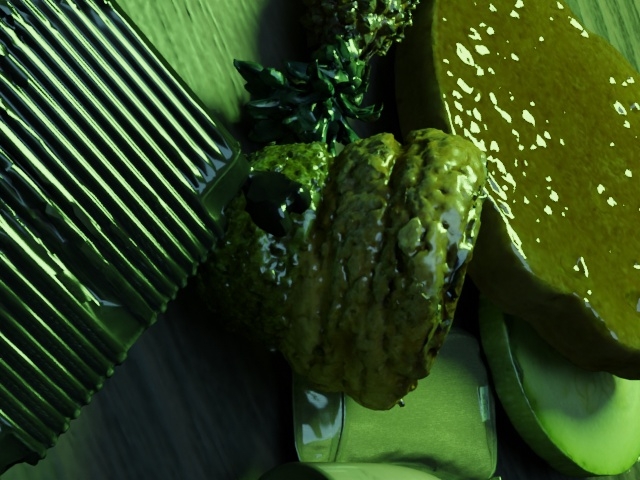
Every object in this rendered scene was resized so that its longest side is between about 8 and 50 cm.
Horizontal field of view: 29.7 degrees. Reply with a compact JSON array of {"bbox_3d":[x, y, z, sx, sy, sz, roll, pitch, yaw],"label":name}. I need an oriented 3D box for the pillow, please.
[{"bbox_3d":[0.058,0.113,0.873,0.217,0.033,0.130,10,69,-43],"label":"pillow"}]

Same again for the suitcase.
[{"bbox_3d":[-0.201,-0.054,0.533,0.335,0.152,0.229,49,64,-26],"label":"suitcase"}]

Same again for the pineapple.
[{"bbox_3d":[0.013,-0.151,0.856,0.103,0.083,0.221,55,45,-42],"label":"pineapple"}]

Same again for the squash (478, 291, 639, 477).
[{"bbox_3d":[0.211,0.090,1.010,0.219,0.041,0.219,25,55,-41],"label":"squash"}]

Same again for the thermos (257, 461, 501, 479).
[{"bbox_3d":[0.042,0.209,0.789,0.193,0.105,0.137,9,109,-47],"label":"thermos"}]

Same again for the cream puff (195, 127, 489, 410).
[{"bbox_3d":[0.000,0.000,0.752,0.169,0.183,0.183,18,61,-2],"label":"cream puff"}]

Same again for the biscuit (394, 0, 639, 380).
[{"bbox_3d":[0.212,-0.059,1.005,0.381,0.074,0.359,26,52,-34],"label":"biscuit"}]
